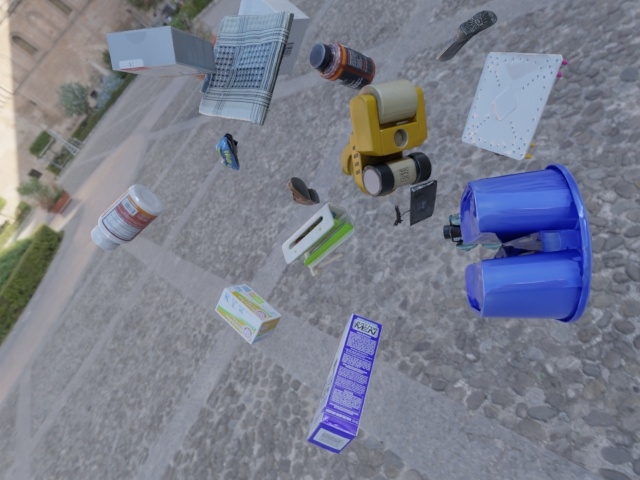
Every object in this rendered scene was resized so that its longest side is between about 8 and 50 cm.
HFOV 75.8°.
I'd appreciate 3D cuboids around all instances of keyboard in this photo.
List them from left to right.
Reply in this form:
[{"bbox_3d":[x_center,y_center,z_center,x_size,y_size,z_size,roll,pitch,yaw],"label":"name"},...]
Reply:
[{"bbox_3d":[0.401,-0.145,1.770,0.202,0.317,0.033,-25,63,0],"label":"keyboard"}]

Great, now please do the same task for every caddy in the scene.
[{"bbox_3d":[0.341,0.011,0.686,0.180,0.341,0.241,-4,84,14],"label":"caddy"}]

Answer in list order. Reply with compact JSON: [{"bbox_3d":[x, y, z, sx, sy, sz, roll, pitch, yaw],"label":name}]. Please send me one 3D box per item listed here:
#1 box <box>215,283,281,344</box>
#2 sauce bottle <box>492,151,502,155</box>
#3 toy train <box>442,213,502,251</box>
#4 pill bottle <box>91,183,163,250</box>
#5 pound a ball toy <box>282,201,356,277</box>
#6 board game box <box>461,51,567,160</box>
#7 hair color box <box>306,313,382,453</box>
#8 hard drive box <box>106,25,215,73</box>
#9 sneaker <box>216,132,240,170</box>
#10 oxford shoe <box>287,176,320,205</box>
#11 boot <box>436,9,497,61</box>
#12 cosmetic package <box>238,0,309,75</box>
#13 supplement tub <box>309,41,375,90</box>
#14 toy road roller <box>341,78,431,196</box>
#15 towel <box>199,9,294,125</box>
[{"bbox_3d":[-0.261,0.261,1.482,0.203,0.114,0.103,36,111,24],"label":"box"},{"bbox_3d":[0.839,-0.544,1.864,0.112,0.344,0.111,-10,49,12],"label":"sauce bottle"},{"bbox_3d":[0.603,-0.057,1.434,0.334,0.142,0.190,-6,19,30],"label":"toy train"},{"bbox_3d":[-0.613,-0.067,1.299,0.216,0.121,0.121,-38,34,13],"label":"pill bottle"},{"bbox_3d":[0.000,0.000,1.597,0.319,0.208,0.135,-41,51,32],"label":"pound a ball toy"},{"bbox_3d":[0.784,-0.566,1.712,0.390,0.051,0.389,-128,46,-58],"label":"board game box"},{"bbox_3d":[0.074,0.406,1.191,0.185,0.110,0.338,109,-176,-48],"label":"hair color box"},{"bbox_3d":[-0.422,-0.506,1.123,0.181,0.089,0.232,0,16,13],"label":"hard drive box"},{"bbox_3d":[-0.291,-0.287,1.344,0.188,0.067,0.078,102,-171,-75],"label":"sneaker"},{"bbox_3d":[-0.074,-0.165,1.488,0.076,0.212,0.076,-18,70,17],"label":"oxford shoe"},{"bbox_3d":[0.591,-0.824,1.677,0.190,0.075,0.208,-23,-7,-6],"label":"boot"},{"bbox_3d":[-0.189,-0.775,1.527,0.138,0.224,0.224,-31,-19,-41],"label":"cosmetic package"},{"bbox_3d":[0.063,-0.521,1.222,0.106,0.198,0.105,-1,88,49],"label":"supplement tub"},{"bbox_3d":[0.168,-0.294,1.228,0.203,0.329,0.241,-20,23,-27],"label":"toy road roller"},{"bbox_3d":[-0.232,-0.499,1.177,0.324,0.056,0.311,23,99,40],"label":"towel"}]
